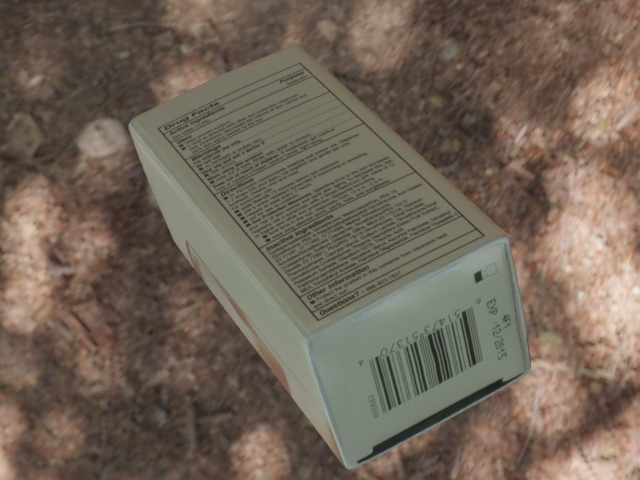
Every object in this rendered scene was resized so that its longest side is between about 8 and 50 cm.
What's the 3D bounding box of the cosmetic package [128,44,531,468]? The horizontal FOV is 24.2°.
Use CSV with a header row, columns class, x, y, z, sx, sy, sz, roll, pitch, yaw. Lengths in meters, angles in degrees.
class,x,y,z,sx,sy,sz,roll,pitch,yaw
cosmetic package,0.000,0.000,1.036,0.153,0.296,0.129,-26,131,-12
